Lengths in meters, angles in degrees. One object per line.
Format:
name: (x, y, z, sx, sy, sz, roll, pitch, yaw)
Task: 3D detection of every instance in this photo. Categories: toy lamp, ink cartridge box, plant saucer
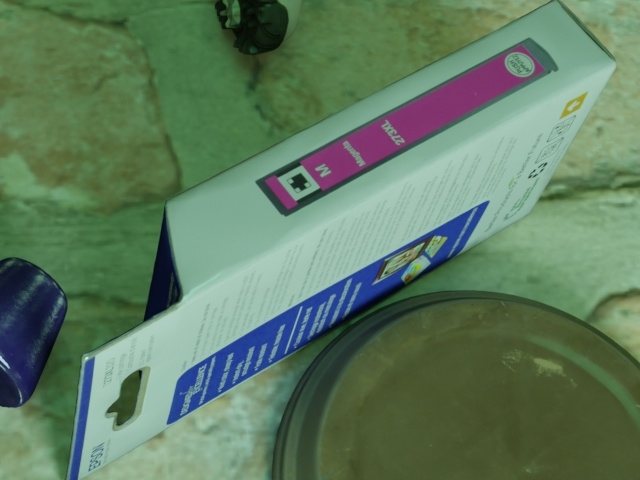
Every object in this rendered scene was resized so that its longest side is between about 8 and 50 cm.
toy lamp: (-0.233, 0.121, 0.825, 0.080, 0.080, 0.274, 31, 57, 6)
ink cartridge box: (0.000, 0.000, 0.890, 0.371, 0.176, 0.069, -31, 71, -26)
plant saucer: (0.110, 0.147, 0.911, 0.278, 0.041, 0.278, 6, 59, -10)

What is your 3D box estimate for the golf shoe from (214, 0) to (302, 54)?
golf shoe: (-0.017, -0.248, 1.078, 0.120, 0.105, 0.273, 8, 59, -16)
